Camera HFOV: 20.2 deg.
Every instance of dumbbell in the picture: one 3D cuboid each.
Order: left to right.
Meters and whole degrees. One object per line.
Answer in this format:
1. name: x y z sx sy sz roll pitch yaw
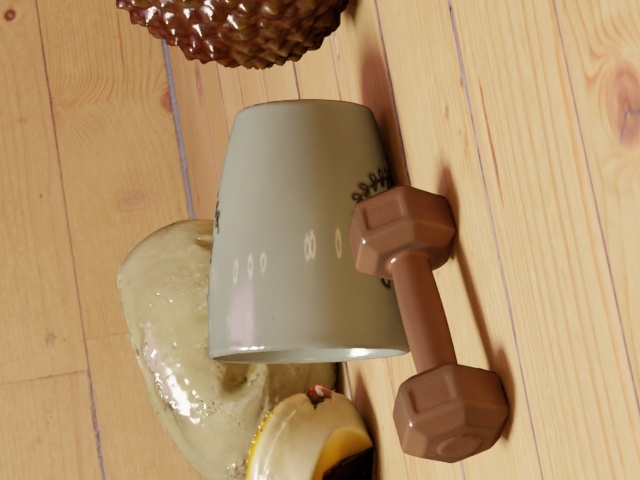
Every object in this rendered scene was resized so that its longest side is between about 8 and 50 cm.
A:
1. dumbbell: 0.084 0.065 1.435 0.082 0.092 0.230 46 -154 -53

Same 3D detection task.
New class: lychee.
1. lychee: -0.098 -0.295 1.730 0.267 0.268 0.267 172 90 -81

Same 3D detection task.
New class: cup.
1. cup: 0.000 0.000 1.710 0.258 0.186 0.234 24 -116 -68

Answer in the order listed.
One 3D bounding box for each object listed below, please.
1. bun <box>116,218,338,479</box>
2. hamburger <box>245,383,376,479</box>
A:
1. bun: -0.096 0.141 2.175 0.326 0.235 0.362 165 82 -87
2. hamburger: -0.013 0.267 1.980 0.116 0.173 0.210 23 131 34
